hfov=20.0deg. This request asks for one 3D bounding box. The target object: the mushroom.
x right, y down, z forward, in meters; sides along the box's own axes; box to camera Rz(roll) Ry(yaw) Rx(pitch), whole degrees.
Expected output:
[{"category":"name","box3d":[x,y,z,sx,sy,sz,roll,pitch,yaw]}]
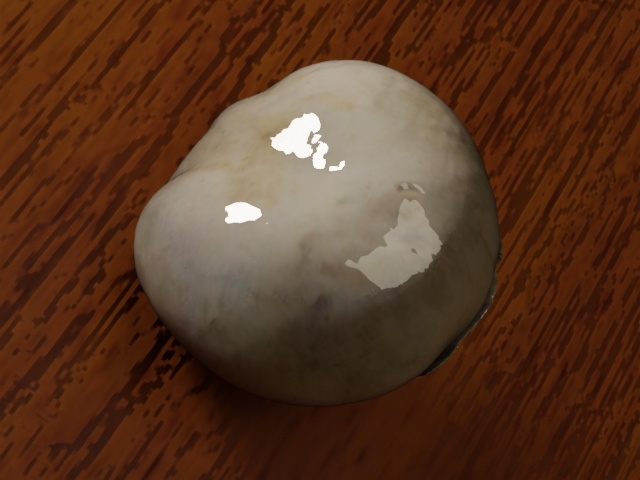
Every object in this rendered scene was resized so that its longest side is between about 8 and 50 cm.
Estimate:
[{"category":"mushroom","box3d":[0.000,0.000,0.758,0.154,0.122,0.154,-1,64,2]}]
